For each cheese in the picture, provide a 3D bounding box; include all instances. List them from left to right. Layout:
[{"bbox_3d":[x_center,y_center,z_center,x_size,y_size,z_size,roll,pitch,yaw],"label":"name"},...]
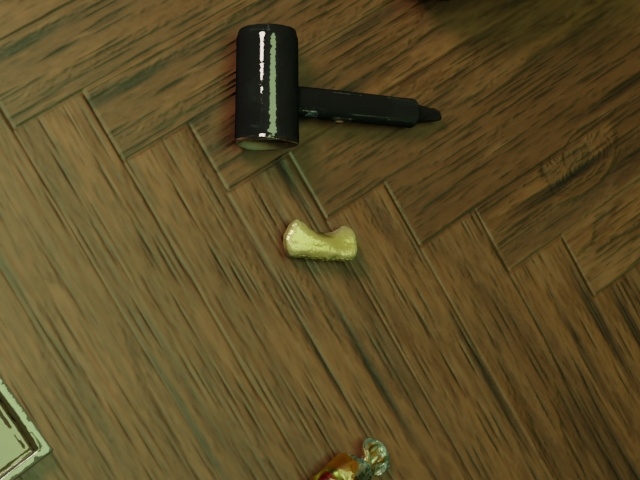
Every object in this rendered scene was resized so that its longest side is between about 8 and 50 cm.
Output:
[{"bbox_3d":[0.000,0.000,1.675,0.083,0.030,0.044,4,90,-17],"label":"cheese"}]

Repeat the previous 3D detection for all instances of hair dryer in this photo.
[{"bbox_3d":[0.022,-0.162,1.691,0.255,0.070,0.128,1,84,-31],"label":"hair dryer"}]

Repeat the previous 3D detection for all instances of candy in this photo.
[{"bbox_3d":[0.007,0.274,1.645,0.182,0.046,0.053,-40,103,-24],"label":"candy"}]

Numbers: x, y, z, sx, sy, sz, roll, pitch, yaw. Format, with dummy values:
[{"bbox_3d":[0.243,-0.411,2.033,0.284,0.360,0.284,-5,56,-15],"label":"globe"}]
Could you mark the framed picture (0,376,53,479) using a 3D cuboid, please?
[{"bbox_3d":[-0.435,0.146,1.478,0.232,0.024,0.315,-37,101,-22],"label":"framed picture"}]
